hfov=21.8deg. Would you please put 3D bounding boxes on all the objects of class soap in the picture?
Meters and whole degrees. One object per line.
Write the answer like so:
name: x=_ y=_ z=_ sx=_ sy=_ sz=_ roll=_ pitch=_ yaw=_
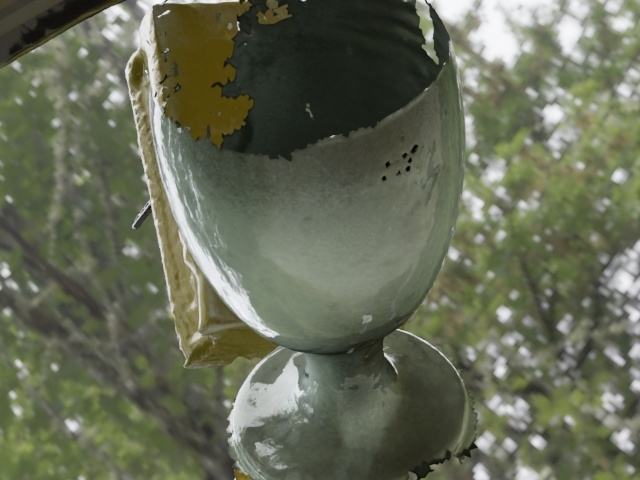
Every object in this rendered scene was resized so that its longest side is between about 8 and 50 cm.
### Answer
soap: x=-0.043 y=-0.055 z=1.401 sx=0.199 sy=0.315 sz=0.091 roll=-3 pitch=-26 yaw=-19

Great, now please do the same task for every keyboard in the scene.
keyboard: x=-0.141 y=-0.043 z=1.507 sx=0.010 sy=0.155 sz=0.053 roll=38 pitch=-79 yaw=-3

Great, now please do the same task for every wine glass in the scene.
wine glass: x=0.005 y=0.003 z=1.040 sx=0.190 sy=0.190 sz=0.357 roll=-30 pitch=-45 yaw=-20

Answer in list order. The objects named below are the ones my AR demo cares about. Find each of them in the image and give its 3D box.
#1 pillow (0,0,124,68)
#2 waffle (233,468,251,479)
pillow: x=-0.258 y=-0.207 z=1.114 sx=0.208 sy=0.052 sz=0.212 roll=-32 pitch=-91 yaw=-8
waffle: x=-0.023 y=0.247 z=1.616 sx=0.229 sy=0.057 sz=0.219 roll=-61 pitch=-25 yaw=-3
